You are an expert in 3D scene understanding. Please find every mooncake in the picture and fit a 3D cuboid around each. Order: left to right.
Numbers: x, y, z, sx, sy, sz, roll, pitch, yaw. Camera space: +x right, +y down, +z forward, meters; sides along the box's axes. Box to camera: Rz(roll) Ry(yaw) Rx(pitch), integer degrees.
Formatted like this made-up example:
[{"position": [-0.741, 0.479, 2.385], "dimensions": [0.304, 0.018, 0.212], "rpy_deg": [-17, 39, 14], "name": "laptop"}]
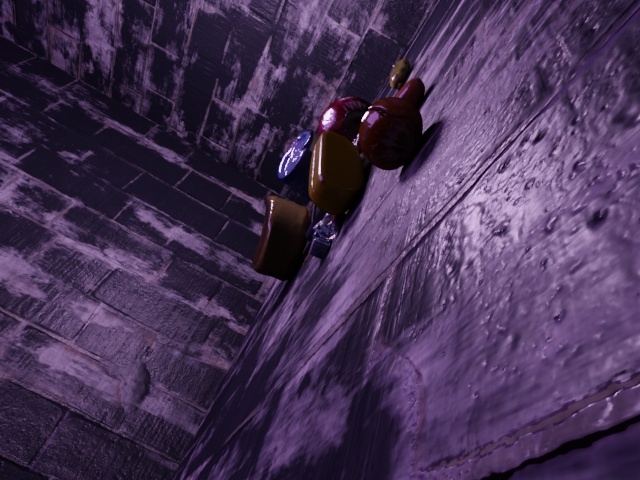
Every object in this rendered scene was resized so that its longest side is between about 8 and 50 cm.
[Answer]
[{"position": [-0.200, -0.001, 2.134], "dimensions": [0.394, 0.246, 0.394], "rpy_deg": [120, 161, -53], "name": "mooncake"}]

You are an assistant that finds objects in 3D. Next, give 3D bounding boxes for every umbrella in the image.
[{"position": [0.020, -0.055, 1.550], "dimensions": [0.143, 0.067, 0.062], "rpy_deg": [-49, 41, 36], "name": "umbrella"}]

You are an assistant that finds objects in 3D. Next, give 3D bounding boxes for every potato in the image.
[{"position": [0.372, -0.791, 1.996], "dimensions": [0.105, 0.085, 0.188], "rpy_deg": [124, 168, -58], "name": "potato"}]

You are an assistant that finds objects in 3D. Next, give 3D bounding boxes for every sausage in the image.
[{"position": [0.230, -0.372, 1.203], "dimensions": [0.194, 0.077, 0.077], "rpy_deg": [-59, 6, 15], "name": "sausage"}]

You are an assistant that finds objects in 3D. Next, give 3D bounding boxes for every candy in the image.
[{"position": [0.051, -0.062, 1.392], "dimensions": [0.045, 0.043, 0.175], "rpy_deg": [-45, 13, 34], "name": "candy"}]

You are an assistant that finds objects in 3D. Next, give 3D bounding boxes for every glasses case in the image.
[{"position": [0.051, -0.223, 1.441], "dimensions": [0.371, 0.173, 0.141], "rpy_deg": [-87, 21, -50], "name": "glasses case"}]

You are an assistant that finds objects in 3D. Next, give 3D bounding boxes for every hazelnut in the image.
[{"position": [0.156, -0.228, 0.913], "dimensions": [0.143, 0.143, 0.154], "rpy_deg": [-74, 7, -67], "name": "hazelnut"}]

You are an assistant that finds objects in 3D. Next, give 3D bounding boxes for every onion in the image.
[{"position": [0.115, -0.515, 1.960], "dimensions": [0.337, 0.260, 0.282], "rpy_deg": [-54, 11, 3], "name": "onion"}]

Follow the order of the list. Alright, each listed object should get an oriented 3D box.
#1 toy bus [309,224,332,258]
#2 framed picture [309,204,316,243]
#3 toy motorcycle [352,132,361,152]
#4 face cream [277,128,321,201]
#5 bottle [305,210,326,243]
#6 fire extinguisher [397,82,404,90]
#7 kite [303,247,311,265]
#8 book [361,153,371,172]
[{"position": [0.000, 0.000, 1.440], "dimensions": [0.190, 0.064, 0.075], "rpy_deg": [-77, 11, -70], "name": "toy bus"}, {"position": [-0.025, -0.151, 2.028], "dimensions": [0.232, 0.019, 0.297], "rpy_deg": [102, 174, -74], "name": "framed picture"}, {"position": [0.202, -0.434, 1.758], "dimensions": [0.122, 0.082, 0.213], "rpy_deg": [-51, -2, 38], "name": "toy motorcycle"}, {"position": [-0.030, -0.304, 1.753], "dimensions": [0.249, 0.225, 0.249], "rpy_deg": [-43, 28, 29], "name": "face cream"}, {"position": [0.007, -0.072, 1.665], "dimensions": [0.244, 0.072, 0.082], "rpy_deg": [126, 142, -51], "name": "bottle"}, {"position": [0.365, -0.700, 1.913], "dimensions": [0.028, 0.022, 0.083], "rpy_deg": [-15, 28, 24], "name": "fire extinguisher"}, {"position": [-0.049, 0.051, 1.888], "dimensions": [0.190, 0.010, 0.159], "rpy_deg": [-65, 7, -31], "name": "kite"}, {"position": [0.179, -0.320, 1.597], "dimensions": [0.352, 0.035, 0.239], "rpy_deg": [-55, 6, 48], "name": "book"}]
